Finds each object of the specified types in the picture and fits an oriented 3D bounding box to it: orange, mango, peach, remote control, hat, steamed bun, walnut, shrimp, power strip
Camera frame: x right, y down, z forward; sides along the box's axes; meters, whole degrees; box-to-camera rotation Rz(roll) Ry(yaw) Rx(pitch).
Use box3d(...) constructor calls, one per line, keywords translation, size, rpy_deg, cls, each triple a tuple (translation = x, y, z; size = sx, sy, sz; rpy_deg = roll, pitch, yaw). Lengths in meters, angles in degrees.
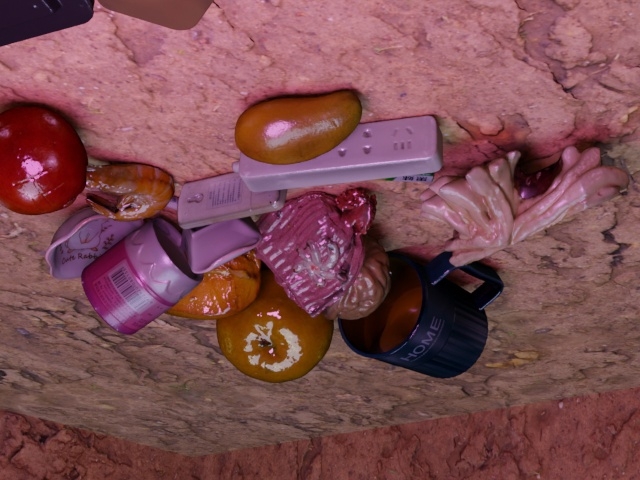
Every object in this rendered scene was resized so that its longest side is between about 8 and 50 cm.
box3d(translation=(-0.104, 0.195, 2.504), size=(0.279, 0.235, 0.279), rpy_deg=(3, 114, 6), cls="orange")
box3d(translation=(-0.294, 0.093, 2.365), size=(0.350, 0.201, 0.199), rpy_deg=(-4, 131, 33), cls="mango")
box3d(translation=(-0.494, -0.139, 1.830), size=(0.197, 0.197, 0.197), rpy_deg=(1, 157, 1), cls="peach")
box3d(translation=(-0.169, -0.085, 2.043), size=(0.233, 0.098, 0.038), rpy_deg=(-10, 149, 25), cls="remote control")
box3d(translation=(0.000, 0.000, 2.136), size=(0.286, 0.237, 0.107), rpy_deg=(-38, -178, 25), cls="hat")
box3d(translation=(0.324, -0.072, 1.966), size=(0.247, 0.189, 0.428), rpy_deg=(-33, -178, -31), cls="steamed bun")
box3d(translation=(0.056, 0.076, 2.295), size=(0.198, 0.198, 0.245), rpy_deg=(6, 156, -11), cls="walnut")
box3d(translation=(-0.393, -0.099, 2.035), size=(0.248, 0.068, 0.150), rpy_deg=(18, 125, -39), cls="shrimp")
box3d(translation=(-0.036, -0.191, 1.803), size=(0.227, 0.099, 0.136), rpy_deg=(-15, 146, 15), cls="mango")
box3d(translation=(0.022, -0.151, 1.891), size=(0.385, 0.091, 0.062), rpy_deg=(-5, 154, 16), cls="power strip")

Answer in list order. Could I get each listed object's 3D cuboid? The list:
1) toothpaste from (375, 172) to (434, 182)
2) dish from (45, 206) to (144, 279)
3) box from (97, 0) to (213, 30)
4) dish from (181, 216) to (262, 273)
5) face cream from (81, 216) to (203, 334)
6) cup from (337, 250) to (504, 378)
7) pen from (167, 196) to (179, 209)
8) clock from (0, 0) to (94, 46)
box3d(translation=(0.121, -0.135, 1.979), size=(0.178, 0.043, 0.037), rpy_deg=(2, 158, -2), cls="toothpaste")
box3d(translation=(-0.477, -0.013, 2.216), size=(0.229, 0.081, 0.229), rpy_deg=(-25, 157, -12), cls="dish")
box3d(translation=(-0.198, -0.373, 1.389), size=(0.144, 0.090, 0.201), rpy_deg=(12, 155, -23), cls="box")
box3d(translation=(-0.203, -0.016, 2.102), size=(0.154, 0.234, 0.064), rpy_deg=(-27, 113, -6), cls="dish")
box3d(translation=(-0.364, 0.073, 2.198), size=(0.195, 0.175, 0.175), rpy_deg=(-34, 146, 12), cls="face cream")
box3d(translation=(0.235, 0.156, 2.475), size=(0.242, 0.308, 0.292), rpy_deg=(25, 179, 44), cls="cup")
box3d(translation=(-0.357, -0.097, 2.115), size=(0.239, 0.028, 0.028), rpy_deg=(19, 151, -36), cls="pen")
box3d(translation=(-0.478, -0.360, 1.424), size=(0.273, 0.049, 0.279), rpy_deg=(-11, 143, 22), cls="clock")
